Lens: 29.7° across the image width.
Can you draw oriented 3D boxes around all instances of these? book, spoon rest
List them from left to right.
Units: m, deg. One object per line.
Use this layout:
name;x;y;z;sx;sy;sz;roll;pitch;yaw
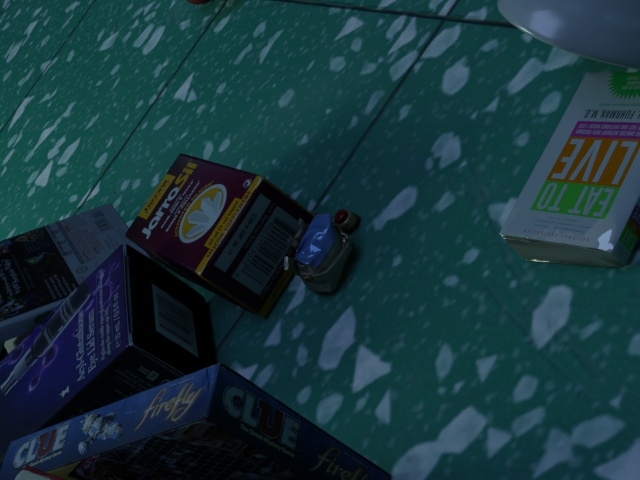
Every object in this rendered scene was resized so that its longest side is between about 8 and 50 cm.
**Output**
spoon rest;0.194;-0.187;0.902;0.276;0.137;0.084;-84;7;-57
book;0.196;-0.051;0.828;0.096;0.035;0.144;7;63;52

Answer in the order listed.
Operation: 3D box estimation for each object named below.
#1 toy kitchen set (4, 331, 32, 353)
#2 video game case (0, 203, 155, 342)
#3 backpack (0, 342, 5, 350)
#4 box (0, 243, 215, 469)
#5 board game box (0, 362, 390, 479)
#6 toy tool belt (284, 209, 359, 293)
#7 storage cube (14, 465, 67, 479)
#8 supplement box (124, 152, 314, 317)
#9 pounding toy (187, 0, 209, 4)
toy kitchen set;-0.324;0.070;1.270;0.207;0.166;0.122;-57;32;-7
video game case;-0.269;0.029;1.232;0.173;0.022;0.190;-20;29;-16
backpack;-0.433;0.102;1.439;0.152;0.115;0.182;-26;39;57
box;-0.202;0.134;1.098;0.207;0.108;0.153;-42;32;16
board game box;-0.095;0.171;0.858;0.243;0.165;0.042;-23;41;39
toy tool belt;0.000;0.000;1.016;0.052;0.051;0.083;-10;50;49
storage cube;-0.120;0.274;0.756;0.215;0.193;0.183;1;59;53
supplement box;-0.094;-0.009;1.125;0.104;0.081;0.188;-57;30;-8
pounding toy;-0.156;-0.400;1.577;0.183;0.110;0.237;-26;68;-10
